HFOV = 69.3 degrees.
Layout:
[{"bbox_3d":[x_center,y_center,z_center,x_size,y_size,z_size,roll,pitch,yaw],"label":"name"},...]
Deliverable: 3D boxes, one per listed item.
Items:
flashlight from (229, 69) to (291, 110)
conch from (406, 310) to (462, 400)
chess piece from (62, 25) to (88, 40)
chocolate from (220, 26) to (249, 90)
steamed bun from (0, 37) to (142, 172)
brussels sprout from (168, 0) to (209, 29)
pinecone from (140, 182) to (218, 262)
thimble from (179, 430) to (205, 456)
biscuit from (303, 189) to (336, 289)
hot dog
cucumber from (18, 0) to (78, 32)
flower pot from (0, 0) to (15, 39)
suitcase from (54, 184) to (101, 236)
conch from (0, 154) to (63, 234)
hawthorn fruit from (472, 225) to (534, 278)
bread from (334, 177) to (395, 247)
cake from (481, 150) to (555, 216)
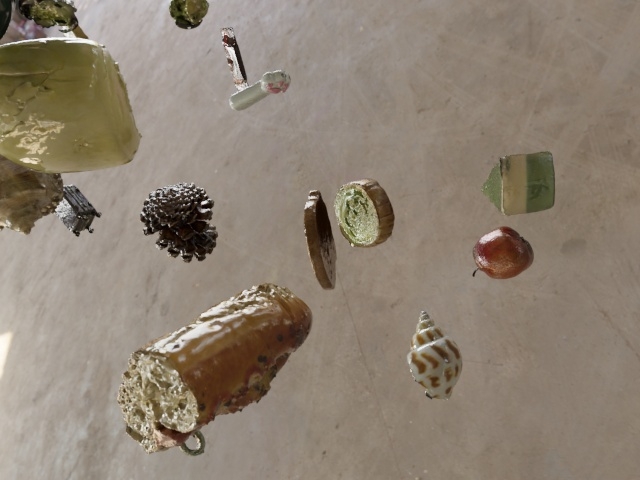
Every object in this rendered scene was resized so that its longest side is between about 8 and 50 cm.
[{"bbox_3d":[-0.170,-0.405,1.270,0.200,0.093,0.048,-16,86,32],"label":"flashlight"},{"bbox_3d":[0.374,0.373,1.525,0.149,0.182,0.275,-48,50,21],"label":"conch"},{"bbox_3d":[-0.714,-0.555,1.358,0.200,0.089,0.090,136,146,-59],"label":"chess piece"},{"bbox_3d":[-0.255,-0.531,1.368,0.028,0.183,0.086,-28,32,-30],"label":"chocolate"},{"bbox_3d":[-0.421,-0.192,0.757,0.273,0.231,0.166,139,114,-69],"label":"steamed bun"},{"bbox_3d":[-0.258,-0.456,0.910,0.085,0.085,0.058,-47,44,12],"label":"brussels sprout"},{"bbox_3d":[-0.440,-0.048,1.514,0.246,0.292,0.247,-8,51,10],"label":"pinecone"},{"bbox_3d":[-0.457,0.718,1.648,0.084,0.110,0.062,-45,1,-33],"label":"thimble"},{"bbox_3d":[-0.002,0.000,1.319,0.049,0.273,0.257,-7,37,10],"label":"biscuit"},{"bbox_3d":[-0.183,0.245,0.931,0.196,0.365,0.367,49,137,10],"label":"hot dog"},{"bbox_3d":[-0.389,-0.380,0.638,0.067,0.067,0.245,-36,64,22],"label":"cucumber"},{"bbox_3d":[-0.474,-0.319,0.546,0.189,0.157,0.243,-31,67,-13],"label":"flower pot"},{"bbox_3d":[-0.650,-0.081,1.224,0.126,0.059,0.086,46,119,9],"label":"suitcase"},{"bbox_3d":[-0.606,-0.113,0.916,0.178,0.163,0.246,-28,76,15],"label":"conch"},{"bbox_3d":[0.532,0.051,1.396,0.194,0.156,0.157,-41,43,34],"label":"hawthorn fruit"},{"bbox_3d":[0.135,-0.082,1.473,0.236,0.069,0.236,33,135,42],"label":"bread"},{"bbox_3d":[0.615,-0.145,1.470,0.157,0.283,0.173,-5,79,4],"label":"cake"}]
